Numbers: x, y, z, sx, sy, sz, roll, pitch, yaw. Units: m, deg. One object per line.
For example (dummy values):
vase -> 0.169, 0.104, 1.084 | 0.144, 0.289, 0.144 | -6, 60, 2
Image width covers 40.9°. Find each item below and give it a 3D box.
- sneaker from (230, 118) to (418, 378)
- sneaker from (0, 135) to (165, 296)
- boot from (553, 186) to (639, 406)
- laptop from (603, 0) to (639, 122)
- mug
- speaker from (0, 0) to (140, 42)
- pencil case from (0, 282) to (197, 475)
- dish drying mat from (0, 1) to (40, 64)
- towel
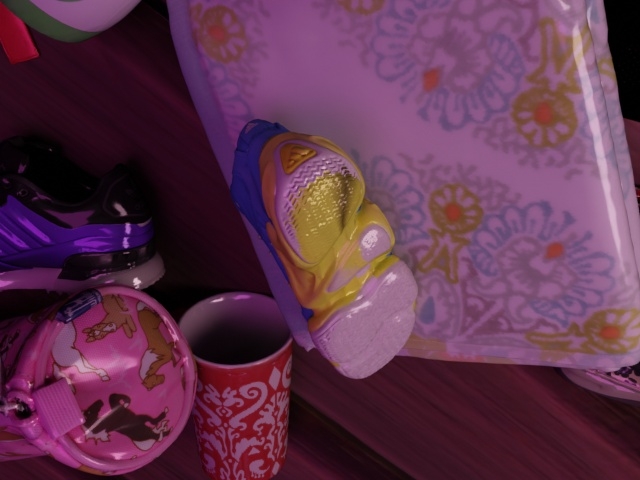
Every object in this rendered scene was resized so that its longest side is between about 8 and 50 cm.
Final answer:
sneaker -> 0.000, 0.000, 0.654 | 0.091, 0.126, 0.240 | -31, 136, -14
sneaker -> -0.296, -0.028, 0.813 | 0.293, 0.102, 0.146 | -2, 114, 9
boot -> 0.322, 0.061, 0.703 | 0.236, 0.085, 0.178 | 13, 121, 16
laptop -> 0.319, -0.278, 0.568 | 0.408, 0.236, 0.382 | 23, 125, 34
mug -> -0.086, 0.142, 0.860 | 0.113, 0.150, 0.169 | -14, 125, -20
speaker -> -0.119, -0.277, 0.615 | 0.296, 0.131, 0.131 | -36, 104, 27
pencil case -> -0.295, 0.141, 0.804 | 0.386, 0.160, 0.167 | -13, 135, 40
dish drying mat -> -0.281, -0.199, 0.763 | 0.032, 0.008, 0.083 | -11, 114, 18
towel -> 0.072, -0.061, 0.665 | 0.320, 0.090, 0.374 | -2, 121, 32
